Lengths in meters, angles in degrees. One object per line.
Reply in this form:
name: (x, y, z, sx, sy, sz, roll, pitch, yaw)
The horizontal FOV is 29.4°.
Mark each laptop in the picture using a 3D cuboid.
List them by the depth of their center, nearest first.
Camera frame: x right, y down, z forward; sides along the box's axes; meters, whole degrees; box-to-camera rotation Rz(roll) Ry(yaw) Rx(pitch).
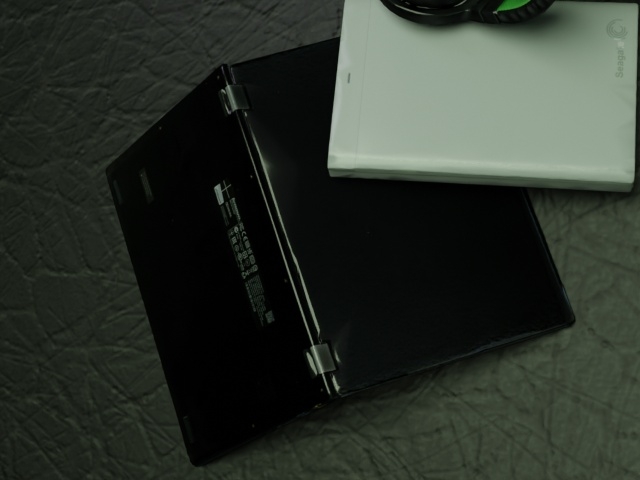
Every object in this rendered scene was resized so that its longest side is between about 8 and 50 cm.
laptop: (0.000, 0.000, 1.375, 0.408, 0.236, 0.382, -33, 69, 43)

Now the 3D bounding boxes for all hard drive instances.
hard drive: (0.170, -0.156, 1.273, 0.307, 0.040, 0.203, 3, 72, 8)

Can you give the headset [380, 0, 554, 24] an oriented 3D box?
headset: (0.106, -0.355, 1.229, 0.394, 0.243, 0.185, 20, 60, 43)
